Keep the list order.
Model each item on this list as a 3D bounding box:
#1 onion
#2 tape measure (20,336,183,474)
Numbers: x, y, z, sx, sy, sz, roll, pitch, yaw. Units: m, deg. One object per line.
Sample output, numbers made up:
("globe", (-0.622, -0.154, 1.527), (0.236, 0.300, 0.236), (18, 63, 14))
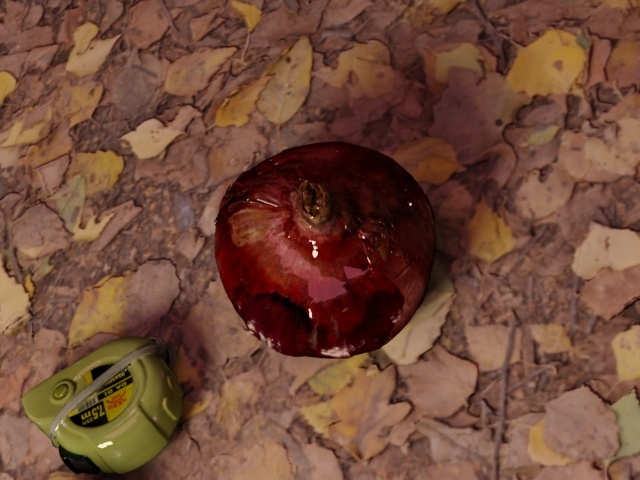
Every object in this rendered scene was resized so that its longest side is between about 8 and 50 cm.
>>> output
("onion", (0.000, 0.000, 1.514), (0.252, 0.219, 0.252), (-5, 66, 10))
("tape measure", (-0.228, 0.186, 1.583), (0.177, 0.087, 0.154), (-34, 44, 0))
